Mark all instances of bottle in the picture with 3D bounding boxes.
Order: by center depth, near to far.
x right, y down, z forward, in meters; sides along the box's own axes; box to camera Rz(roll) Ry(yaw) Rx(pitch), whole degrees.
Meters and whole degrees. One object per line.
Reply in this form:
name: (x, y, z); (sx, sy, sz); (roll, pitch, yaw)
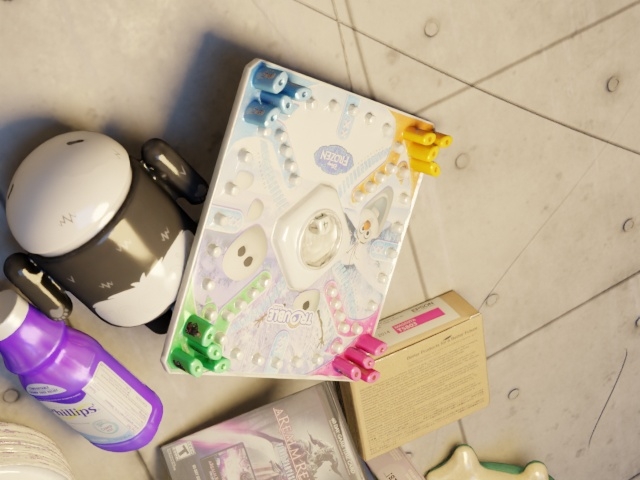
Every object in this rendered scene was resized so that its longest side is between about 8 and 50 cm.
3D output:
bottle: (-0.325, 0.171, 1.412); (0.283, 0.118, 0.092); (52, 42, -39)

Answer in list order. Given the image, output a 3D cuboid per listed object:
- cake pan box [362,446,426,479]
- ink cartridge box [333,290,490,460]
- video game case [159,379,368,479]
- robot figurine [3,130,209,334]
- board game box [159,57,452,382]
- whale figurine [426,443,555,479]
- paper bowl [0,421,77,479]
cake pan box: (0.173, 0.458, 1.765); (0.070, 0.245, 0.267); (-32, 129, -5)
ink cartridge box: (0.141, 0.210, 1.706); (0.235, 0.088, 0.193); (-20, 123, -16)
video game case: (-0.077, 0.340, 1.558); (0.274, 0.196, 0.026); (-24, 169, 12)
robot figurine: (-0.252, -0.008, 1.320); (0.278, 0.174, 0.209); (50, 51, -38)
board game box: (0.000, 0.000, 1.417); (0.390, 0.050, 0.390); (11, 97, -50)
whale figurine: (0.312, 0.446, 1.924); (0.272, 0.141, 0.216); (37, 112, -15)
paper bowl: (-0.447, 0.390, 1.429); (0.284, 0.148, 0.284); (-18, 131, -22)
